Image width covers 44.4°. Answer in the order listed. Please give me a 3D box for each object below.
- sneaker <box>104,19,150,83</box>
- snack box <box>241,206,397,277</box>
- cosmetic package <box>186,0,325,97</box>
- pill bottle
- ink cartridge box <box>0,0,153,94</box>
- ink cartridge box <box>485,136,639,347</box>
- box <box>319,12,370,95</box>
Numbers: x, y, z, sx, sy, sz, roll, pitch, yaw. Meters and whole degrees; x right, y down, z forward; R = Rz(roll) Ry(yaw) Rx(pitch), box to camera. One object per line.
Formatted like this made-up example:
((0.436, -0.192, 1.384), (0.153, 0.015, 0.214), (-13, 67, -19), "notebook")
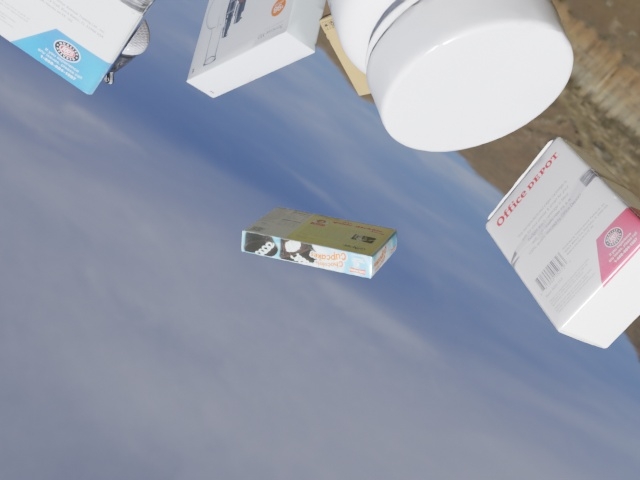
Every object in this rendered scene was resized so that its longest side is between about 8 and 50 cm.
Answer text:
((-0.408, -0.418, 1.427), (0.101, 0.153, 0.269), (-8, -112, -44), "sneaker")
((0.000, 0.000, 1.842), (0.321, 0.060, 0.187), (11, -156, 20), "snack box")
((-0.144, -0.523, 1.843), (0.097, 0.377, 0.285), (25, -115, -38), "cosmetic package")
((0.076, -0.220, 0.593), (0.160, 0.160, 0.283), (23, -134, -49), "pill bottle")
((-0.284, -0.358, 0.923), (0.223, 0.307, 0.129), (35, -135, -17), "ink cartridge box")
((0.418, -0.004, 1.260), (0.117, 0.207, 0.283), (21, -153, -29), "ink cartridge box")
((0.097, -0.345, 1.398), (0.201, 0.021, 0.164), (1, 128, 55), "box")
